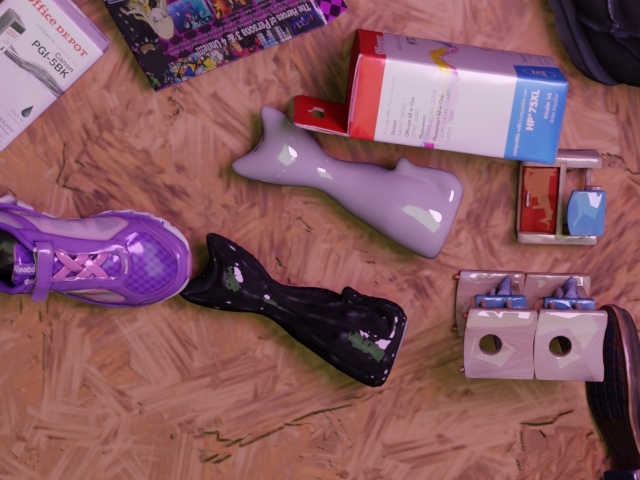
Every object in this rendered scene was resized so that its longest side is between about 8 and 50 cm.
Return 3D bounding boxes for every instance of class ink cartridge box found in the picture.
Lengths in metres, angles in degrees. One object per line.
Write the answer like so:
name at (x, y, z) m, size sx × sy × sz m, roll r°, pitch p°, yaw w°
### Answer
ink cartridge box at (0.095, -0.132, 1.759) m, size 0.231 × 0.134 × 0.078 m, roll 8°, pitch 105°, yaw -3°
ink cartridge box at (-0.272, -0.164, 1.791) m, size 0.135 × 0.056 × 0.099 m, roll -43°, pitch 100°, yaw 10°

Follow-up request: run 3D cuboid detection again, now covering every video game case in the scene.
video game case at (-0.112, -0.253, 1.709) m, size 0.232 × 0.042 × 0.210 m, roll -17°, pitch 107°, yaw 45°

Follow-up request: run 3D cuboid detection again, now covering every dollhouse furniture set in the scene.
dollhouse furniture set at (0.190, 0.019, 1.801) m, size 0.129 × 0.129 × 0.184 m, roll 1°, pitch 105°, yaw 0°

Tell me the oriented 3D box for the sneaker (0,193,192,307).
sneaker at (-0.237, 0.018, 1.803) m, size 0.236 × 0.104 × 0.095 m, roll 8°, pitch 102°, yaw 4°

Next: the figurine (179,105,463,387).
figurine at (0.000, 0.000, 1.823) m, size 0.209 × 0.092 × 0.215 m, roll 22°, pitch 102°, yaw -1°

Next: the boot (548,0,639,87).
boot at (0.318, -0.249, 1.546) m, size 0.146 × 0.445 × 0.367 m, roll -38°, pitch 118°, yaw -13°

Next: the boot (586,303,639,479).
boot at (0.320, 0.161, 1.881) m, size 0.106 × 0.082 × 0.219 m, roll -11°, pitch 96°, yaw -23°
